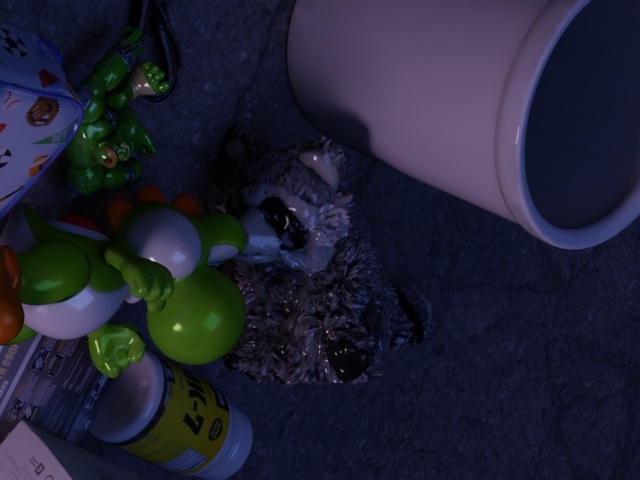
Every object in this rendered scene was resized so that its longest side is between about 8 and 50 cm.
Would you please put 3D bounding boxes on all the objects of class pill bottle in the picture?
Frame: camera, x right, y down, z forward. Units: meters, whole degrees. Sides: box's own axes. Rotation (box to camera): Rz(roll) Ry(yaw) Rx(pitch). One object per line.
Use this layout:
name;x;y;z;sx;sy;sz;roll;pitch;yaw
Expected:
pill bottle;-0.179;0.210;2.116;0.208;0.119;0.119;35;83;-49

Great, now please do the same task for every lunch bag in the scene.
lunch bag;-0.395;-0.114;1.687;0.243;0.115;0.303;-42;146;27

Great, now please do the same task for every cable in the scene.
cable;-0.170;-0.282;1.917;0.139;0.072;0.287;3;107;-41

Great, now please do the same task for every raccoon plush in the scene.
raccoon plush;0.000;0.000;2.214;0.446;0.216;0.299;-27;118;-72

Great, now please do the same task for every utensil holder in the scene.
utensil holder;0.195;-0.204;2.098;0.327;0.385;0.328;-23;125;-38

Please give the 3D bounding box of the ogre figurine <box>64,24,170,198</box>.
ogre figurine;-0.231;-0.122;1.921;0.118;0.097;0.197;-41;168;-41

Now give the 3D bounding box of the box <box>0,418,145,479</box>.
box;-0.331;0.403;1.960;0.345;0.168;0.215;-50;140;3

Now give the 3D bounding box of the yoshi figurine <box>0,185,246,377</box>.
yoshi figurine;-0.213;0.072;1.877;0.362;0.203;0.203;-16;118;-38

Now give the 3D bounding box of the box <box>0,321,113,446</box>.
box;-0.333;0.174;1.985;0.183;0.056;0.231;28;88;-48
